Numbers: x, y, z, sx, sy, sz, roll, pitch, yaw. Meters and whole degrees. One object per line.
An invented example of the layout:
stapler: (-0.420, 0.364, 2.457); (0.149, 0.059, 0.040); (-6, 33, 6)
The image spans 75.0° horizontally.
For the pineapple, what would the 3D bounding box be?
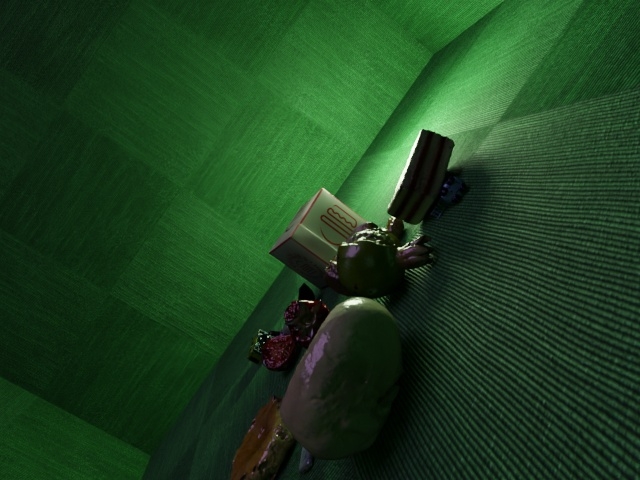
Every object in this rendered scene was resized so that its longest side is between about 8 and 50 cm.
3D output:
pineapple: (0.151, 0.049, 1.564); (0.340, 0.169, 0.169); (-53, 8, -29)

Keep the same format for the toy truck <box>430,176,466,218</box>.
toy truck: (0.391, -0.132, 1.290); (0.136, 0.063, 0.074); (-57, -7, 6)

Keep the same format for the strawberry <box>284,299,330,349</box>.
strawberry: (-0.035, 0.306, 1.547); (0.201, 0.187, 0.184); (28, -108, -74)

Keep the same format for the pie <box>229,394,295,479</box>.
pie: (-0.186, 0.658, 1.345); (0.339, 0.083, 0.339); (-52, 14, 18)

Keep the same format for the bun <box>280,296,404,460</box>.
bun: (0.069, 0.314, 0.936); (0.361, 0.213, 0.361); (-54, -19, -28)

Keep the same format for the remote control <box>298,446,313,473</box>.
remote control: (-0.034, 0.565, 1.130); (0.053, 0.018, 0.124); (-52, 11, 23)

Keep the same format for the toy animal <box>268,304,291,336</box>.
toy animal: (-0.146, 0.407, 1.851); (0.225, 0.121, 0.094); (-54, -20, 3)

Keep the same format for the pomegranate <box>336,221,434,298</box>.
pomegranate: (0.191, 0.061, 1.252); (0.302, 0.236, 0.236); (-7, 39, 30)

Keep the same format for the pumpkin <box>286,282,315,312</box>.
pumpkin: (-0.084, 0.295, 1.932); (0.183, 0.108, 0.119); (-58, 1, 29)

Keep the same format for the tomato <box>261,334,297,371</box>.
tomato: (-0.168, 0.483, 1.743); (0.167, 0.082, 0.174); (-13, 32, 22)

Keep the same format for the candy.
candy: (0.347, -0.219, 1.434); (0.179, 0.135, 0.320); (105, -171, -55)

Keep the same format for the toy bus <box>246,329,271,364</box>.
toy bus: (-0.326, 0.566, 2.218); (0.101, 0.088, 0.175); (-53, 12, 20)

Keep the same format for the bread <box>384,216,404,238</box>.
bread: (0.270, -0.039, 1.526); (0.113, 0.060, 0.082); (-61, 11, -17)

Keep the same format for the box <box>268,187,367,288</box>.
box: (0.000, 0.000, 1.915); (0.300, 0.312, 0.314); (-59, 12, -26)
